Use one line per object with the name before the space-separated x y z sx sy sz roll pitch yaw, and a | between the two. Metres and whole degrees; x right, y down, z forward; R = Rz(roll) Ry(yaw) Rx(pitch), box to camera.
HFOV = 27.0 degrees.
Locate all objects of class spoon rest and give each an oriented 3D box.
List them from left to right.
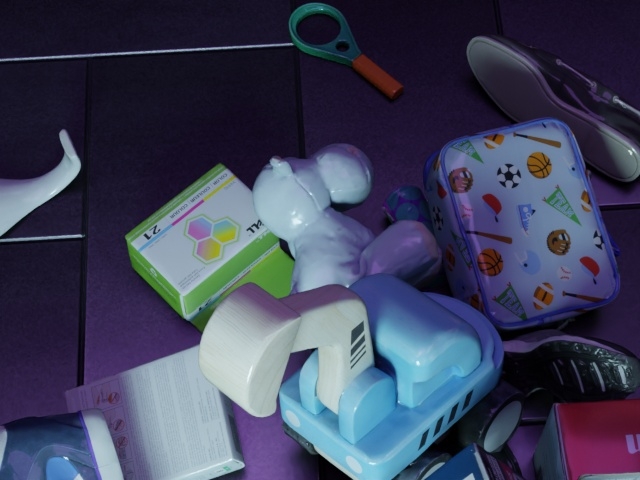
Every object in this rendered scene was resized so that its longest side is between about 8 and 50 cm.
spoon rest | -0.481 -0.066 2.003 0.276 0.084 0.137 -27 63 2

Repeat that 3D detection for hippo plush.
hippo plush | 0.000 0.000 1.848 0.294 0.234 0.236 -25 72 -17

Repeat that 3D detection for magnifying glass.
magnifying glass | 0.042 -0.304 2.142 0.092 0.026 0.231 -41 69 -19

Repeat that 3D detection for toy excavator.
toy excavator | 0.047 0.145 1.614 0.433 0.445 0.222 -36 51 -30

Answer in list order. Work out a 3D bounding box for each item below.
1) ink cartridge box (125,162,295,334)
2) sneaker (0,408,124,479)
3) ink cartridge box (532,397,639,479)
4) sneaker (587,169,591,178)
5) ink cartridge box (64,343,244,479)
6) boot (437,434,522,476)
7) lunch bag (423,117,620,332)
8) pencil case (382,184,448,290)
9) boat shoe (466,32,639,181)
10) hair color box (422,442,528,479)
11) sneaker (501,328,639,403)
ink cartridge box | -0.125 0.041 1.918 0.189 0.097 0.255 -40 68 -19
sneaker | -0.357 0.383 1.702 0.236 0.130 0.322 -13 68 -13
ink cartridge box | 0.446 0.276 1.686 0.310 0.272 0.130 -4 62 -2
sneaker | 0.336 -0.078 2.001 0.152 0.053 0.061 -25 62 -11
ink cartridge box | -0.230 0.259 1.841 0.225 0.056 0.181 -21 62 11
boot | 0.205 0.295 1.807 0.099 0.045 0.121 -21 56 -13
lunch bag | 0.291 -0.015 1.895 0.243 0.115 0.303 -13 82 -17
pencil case | 0.141 -0.003 1.957 0.070 0.064 0.151 -11 61 -20
boat shoe | 0.376 -0.216 2.053 0.335 0.112 0.095 39 51 13
hair color box | 0.273 0.398 1.569 0.105 0.347 0.174 -41 32 18
sneaker | 0.326 0.158 1.778 0.108 0.272 0.100 -27 103 -32
